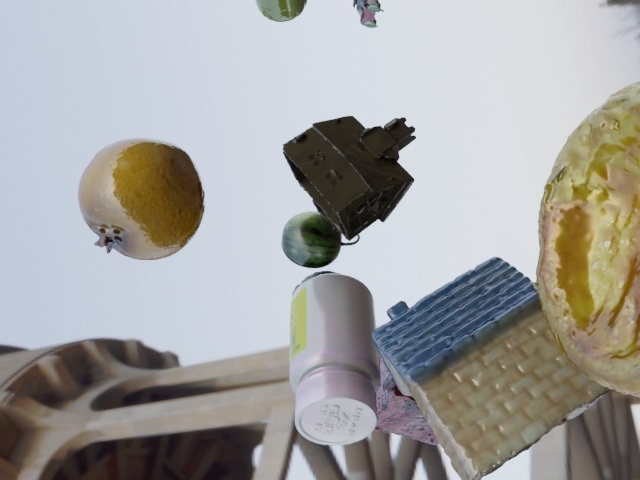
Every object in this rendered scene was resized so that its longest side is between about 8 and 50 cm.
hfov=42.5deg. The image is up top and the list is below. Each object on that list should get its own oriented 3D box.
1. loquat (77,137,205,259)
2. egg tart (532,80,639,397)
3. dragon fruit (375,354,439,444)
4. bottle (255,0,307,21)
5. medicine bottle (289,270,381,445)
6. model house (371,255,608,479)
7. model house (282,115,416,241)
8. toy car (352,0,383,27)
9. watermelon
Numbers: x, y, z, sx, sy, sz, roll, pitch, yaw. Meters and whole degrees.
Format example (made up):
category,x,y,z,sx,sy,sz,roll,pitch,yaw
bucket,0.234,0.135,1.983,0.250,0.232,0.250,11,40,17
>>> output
category,x,y,z,sx,sy,sz,roll,pitch,yaw
loquat,-0.294,-0.070,1.350,0.208,0.208,0.208,37,-134,-52
egg tart,0.405,-0.005,0.959,0.169,0.388,0.387,7,-115,-18
dragon fruit,0.212,0.382,2.234,0.302,0.240,0.330,66,-175,-46
bottle,-0.092,-0.550,1.628,0.260,0.112,0.112,76,-170,-68
medicine bottle,0.033,0.271,1.936,0.213,0.214,0.378,54,-158,-37
model house,0.354,0.258,1.755,0.400,0.395,0.445,53,175,20
model house,0.091,-0.147,1.670,0.211,0.243,0.204,50,173,26
toy car,0.085,-0.423,1.440,0.142,0.055,0.069,99,179,-85
watermelon,0.000,0.000,1.972,0.141,0.187,0.140,6,-90,-89
